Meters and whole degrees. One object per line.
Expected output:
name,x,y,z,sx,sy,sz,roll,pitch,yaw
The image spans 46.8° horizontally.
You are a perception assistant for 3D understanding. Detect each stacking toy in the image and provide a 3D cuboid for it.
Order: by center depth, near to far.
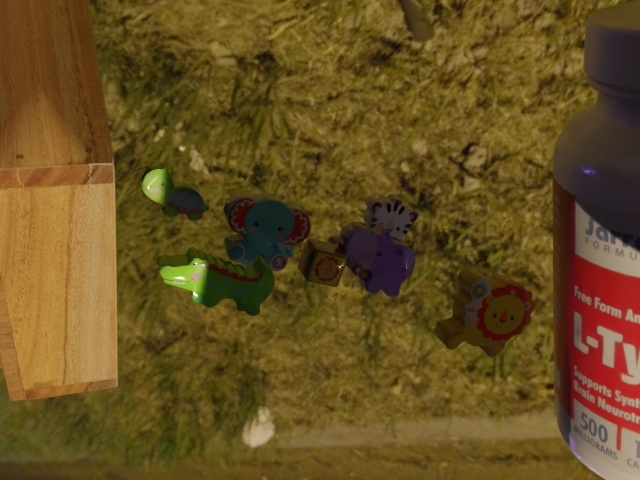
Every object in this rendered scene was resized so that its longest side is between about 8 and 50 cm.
stacking toy,0.000,0.000,0.466,0.221,0.052,0.167,12,-165,-23

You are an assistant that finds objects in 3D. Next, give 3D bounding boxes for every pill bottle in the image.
pill bottle,0.322,0.006,0.647,0.229,0.229,0.408,10,120,36

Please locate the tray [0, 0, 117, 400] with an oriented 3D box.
tray,-0.201,-0.122,0.517,0.076,0.411,0.203,-5,141,-19
